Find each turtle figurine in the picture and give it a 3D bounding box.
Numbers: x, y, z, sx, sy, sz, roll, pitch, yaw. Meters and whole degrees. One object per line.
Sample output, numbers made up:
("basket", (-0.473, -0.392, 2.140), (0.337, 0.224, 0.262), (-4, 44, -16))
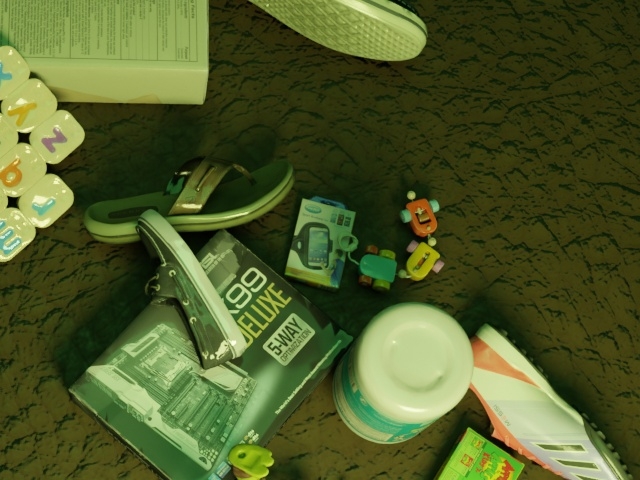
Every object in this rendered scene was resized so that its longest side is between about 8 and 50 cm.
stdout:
("turtle figurine", (-0.084, 0.344, 1.566), (0.269, 0.217, 0.087), (-33, 51, -19))

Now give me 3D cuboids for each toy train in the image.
("toy train", (0.107, 0.009, 1.779), (0.166, 0.046, 0.125), (-23, 75, -19))

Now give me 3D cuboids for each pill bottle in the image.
("pill bottle", (0.097, 0.180, 1.599), (0.146, 0.264, 0.146), (3, 72, -8))

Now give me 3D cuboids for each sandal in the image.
("sandal", (-0.178, -0.067, 1.708), (0.302, 0.120, 0.086), (-12, 114, -12))

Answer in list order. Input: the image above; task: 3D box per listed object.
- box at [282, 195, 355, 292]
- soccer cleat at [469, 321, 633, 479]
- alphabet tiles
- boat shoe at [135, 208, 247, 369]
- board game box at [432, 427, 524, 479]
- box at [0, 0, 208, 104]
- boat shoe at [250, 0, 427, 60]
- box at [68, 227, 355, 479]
("box", (0.000, 0.000, 1.772), (0.081, 0.028, 0.136), (14, 71, -4))
("soccer cleat", (0.303, 0.260, 1.704), (0.116, 0.108, 0.318), (-43, 84, 1))
("alphabet tiles", (-0.470, -0.115, 1.662), (0.278, 0.021, 0.284), (-44, 112, -12))
("boat shoe", (-0.186, 0.068, 1.615), (0.076, 0.080, 0.229), (-32, 85, -18))
("board game box", (0.188, 0.355, 1.672), (0.092, 0.043, 0.181), (34, 70, 3))
("box", (-0.316, -0.282, 1.766), (0.311, 0.121, 0.148), (2, 71, -9))
("boat shoe", (-0.055, -0.425, 1.829), (0.500, 0.187, 0.156), (29, 75, 7))
("box", (-0.143, 0.173, 1.662), (0.242, 0.076, 0.307), (41, 70, 7))
